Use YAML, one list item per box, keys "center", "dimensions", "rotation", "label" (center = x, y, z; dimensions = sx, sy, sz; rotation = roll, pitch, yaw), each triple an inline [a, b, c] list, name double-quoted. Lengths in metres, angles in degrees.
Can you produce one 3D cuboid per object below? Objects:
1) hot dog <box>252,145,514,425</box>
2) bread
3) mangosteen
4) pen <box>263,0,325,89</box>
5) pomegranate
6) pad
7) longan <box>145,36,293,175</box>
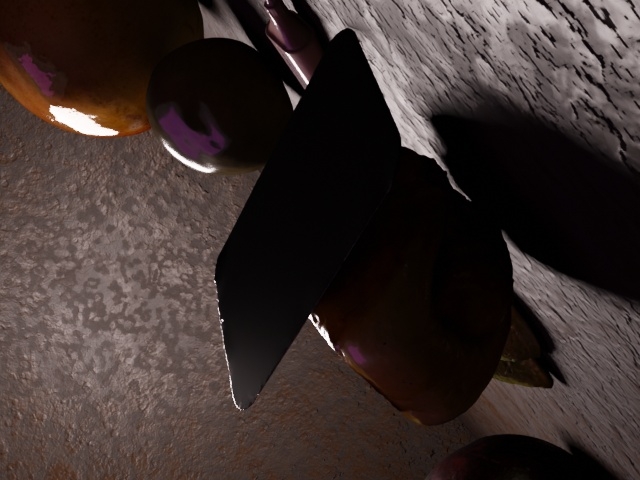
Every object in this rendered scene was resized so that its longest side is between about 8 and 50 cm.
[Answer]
- center: [0.058, 0.015, 0.729]
  dimensions: [0.150, 0.153, 0.256]
  rotation: [46, 180, -30]
  label: "hot dog"
- center: [0.171, 0.096, 0.955]
  dimensions: [0.187, 0.065, 0.149]
  rotation: [54, 171, -20]
  label: "bread"
- center: [0.262, 0.417, 1.248]
  dimensions: [0.330, 0.330, 0.330]
  rotation: [51, 177, 4]
  label: "mangosteen"
- center: [-0.010, -0.156, 0.843]
  dimensions: [0.053, 0.032, 0.197]
  rotation: [49, 178, 35]
  label: "pen"
- center: [-0.309, -0.291, 1.262]
  dimensions: [0.319, 0.319, 0.319]
  rotation: [51, 177, 4]
  label: "pomegranate"
- center: [-0.021, -0.014, 0.711]
  dimensions: [0.004, 0.267, 0.181]
  rotation: [13, -143, -26]
  label: "pad"
- center: [-0.121, -0.161, 1.155]
  dimensions: [0.187, 0.167, 0.167]
  rotation: [37, 170, 32]
  label: "longan"
